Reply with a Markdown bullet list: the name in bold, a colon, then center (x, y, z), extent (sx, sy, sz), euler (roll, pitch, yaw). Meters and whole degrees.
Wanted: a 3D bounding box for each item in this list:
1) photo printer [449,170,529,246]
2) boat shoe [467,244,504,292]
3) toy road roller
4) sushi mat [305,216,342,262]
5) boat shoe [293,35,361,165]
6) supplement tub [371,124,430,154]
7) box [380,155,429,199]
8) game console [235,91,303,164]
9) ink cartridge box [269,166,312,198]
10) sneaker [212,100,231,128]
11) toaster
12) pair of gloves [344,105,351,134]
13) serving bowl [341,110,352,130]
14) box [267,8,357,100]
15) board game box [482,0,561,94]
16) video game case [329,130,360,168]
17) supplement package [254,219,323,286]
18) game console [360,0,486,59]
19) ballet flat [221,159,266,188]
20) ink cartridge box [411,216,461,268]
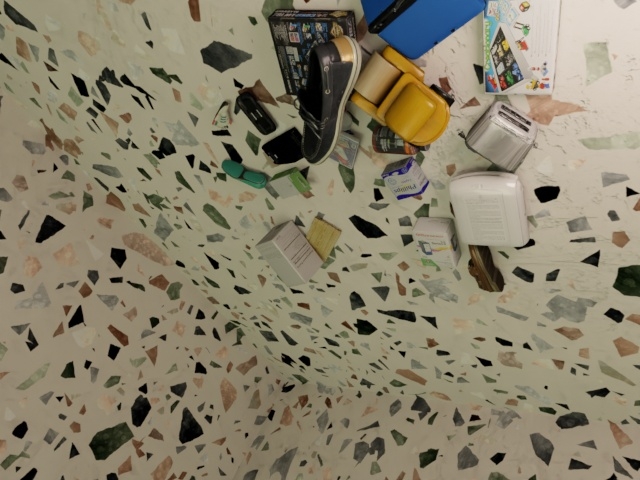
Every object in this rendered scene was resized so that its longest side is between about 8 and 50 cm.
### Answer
- **photo printer**: center (0.615, -0.119, 1.747), extent (0.256, 0.107, 0.308), euler (3, 135, 35)
- **boat shoe**: center (0.663, 0.113, 1.986), extent (0.104, 0.111, 0.307), euler (-6, 130, 40)
- **toy road roller**: center (0.252, -0.437, 1.487), extent (0.329, 0.240, 0.202), euler (37, 116, -1)
- **sushi mat**: center (0.000, 0.000, 2.440), extent (0.151, 0.019, 0.316), euler (31, 144, 4)
- **boat shoe**: center (-0.008, -0.453, 1.612), extent (0.187, 0.156, 0.500), euler (62, 153, 26)
- **supplement tub**: center (0.291, -0.360, 1.708), extent (0.197, 0.106, 0.106), euler (10, 139, 28)
- **box**: center (0.328, -0.239, 1.854), extent (0.126, 0.072, 0.137), euler (-13, 126, 46)
- **game console**: center (-0.210, -0.474, 2.013), extent (0.213, 0.044, 0.361), euler (-15, 124, 45)
- **ink cartridge box**: center (-0.125, -0.267, 2.176), extent (0.209, 0.062, 0.109), euler (-12, 126, 45)
- **sneaker**: center (-0.415, -0.544, 2.085), extent (0.075, 0.057, 0.161), euler (26, 147, -20)
- **toaster**: center (0.569, -0.335, 1.509), extent (0.227, 0.129, 0.146), euler (33, 141, 2)
- **pair of gloves**: center (0.038, -0.470, 1.843), extent (0.159, 0.023, 0.198), euler (14, 140, 25)
- **serving bowl**: center (0.083, -0.455, 1.787), extent (0.083, 0.027, 0.083), euler (20, 142, 17)
- **box**: center (-0.011, -0.632, 1.640), extent (0.293, 0.073, 0.296), euler (12, 141, 24)
- **board game box**: center (0.552, -0.552, 1.320), extent (0.193, 0.053, 0.305), euler (11, 139, 29)
- **video game case**: center (0.053, -0.384, 1.906), extent (0.201, 0.023, 0.183), euler (27, 155, 7)
- **supplement package**: center (-0.161, 0.073, 2.488), extent (0.177, 0.175, 0.293), euler (-17, 115, 49)
- **game console**: center (0.274, -0.697, 1.342), extent (0.293, 0.173, 0.250), euler (-21, 81, 53)
- **ballet flat**: center (-0.369, -0.309, 2.304), extent (0.247, 0.083, 0.087), euler (25, 158, 15)
- **ink cartridge box**: center (0.491, 0.010, 2.011), extent (0.154, 0.093, 0.212), euler (5, 135, 34)
